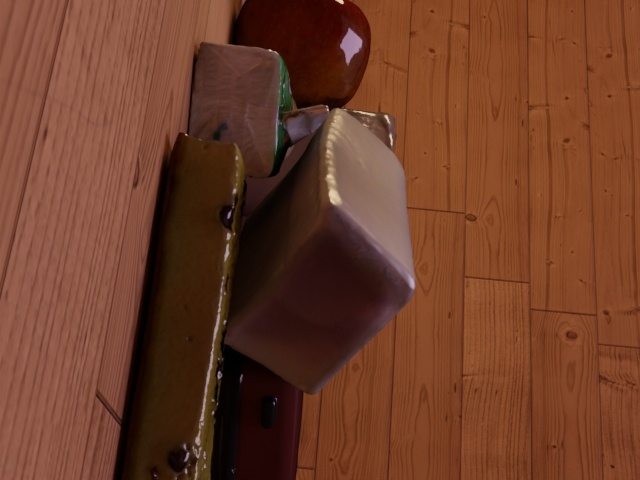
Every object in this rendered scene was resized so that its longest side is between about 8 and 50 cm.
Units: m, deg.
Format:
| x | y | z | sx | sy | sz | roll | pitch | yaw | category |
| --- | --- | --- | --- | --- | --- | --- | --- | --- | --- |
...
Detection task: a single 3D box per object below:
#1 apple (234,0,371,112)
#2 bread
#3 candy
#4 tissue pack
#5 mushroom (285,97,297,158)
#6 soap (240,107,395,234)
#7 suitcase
| x | y | z | sx | sy | sz | roll | pitch | yaw | category |
| --- | --- | --- | --- | --- | --- | --- | --- | --- | --- |
| -0.034 | -0.300 | 1.446 | 0.230 | 0.229 | 0.230 | -175 | -90 | -89 | apple |
| -0.127 | 0.087 | 0.877 | 0.138 | 0.077 | 0.362 | 97 | -2 | -71 | bread |
| 0.003 | -0.001 | 1.085 | 0.208 | 0.145 | 0.359 | -50 | -167 | 20 | candy |
| -0.072 | -0.152 | 1.115 | 0.209 | 0.156 | 0.148 | -109 | -153 | -85 | tissue pack |
| -0.093 | -0.174 | 1.303 | 0.148 | 0.112 | 0.148 | -2 | -92 | 53 | mushroom |
| -0.015 | -0.116 | 1.606 | 0.107 | 0.296 | 0.285 | 101 | -3 | -55 | soap |
| -0.106 | 0.246 | 1.143 | 0.236 | 0.161 | 0.297 | -93 | -173 | -76 | suitcase |
